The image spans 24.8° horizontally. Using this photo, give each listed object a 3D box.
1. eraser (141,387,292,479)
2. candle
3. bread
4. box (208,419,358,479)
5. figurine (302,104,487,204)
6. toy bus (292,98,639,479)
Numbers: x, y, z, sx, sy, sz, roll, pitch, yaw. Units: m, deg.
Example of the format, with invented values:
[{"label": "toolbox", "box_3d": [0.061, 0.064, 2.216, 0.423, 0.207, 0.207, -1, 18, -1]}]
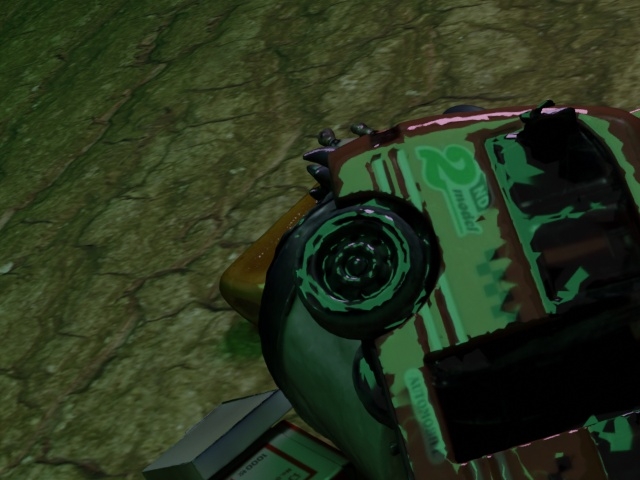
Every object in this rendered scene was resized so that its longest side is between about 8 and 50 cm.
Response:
[{"label": "eraser", "box_3d": [-0.093, 0.173, 1.260, 0.104, 0.023, 0.150, -39, 5, -25]}, {"label": "candle", "box_3d": [0.101, 0.093, 1.074, 0.221, 0.221, 0.342, -33, 29, -12]}, {"label": "bread", "box_3d": [0.000, 0.000, 1.494, 0.093, 0.074, 0.239, 12, 45, 42]}, {"label": "box", "box_3d": [-0.079, 0.241, 1.156, 0.229, 0.050, 0.123, -37, 29, -20]}, {"label": "figurine", "box_3d": [0.101, -0.043, 1.354, 0.175, 0.197, 0.265, -36, 8, -17]}, {"label": "toy bus", "box_3d": [0.145, 0.131, 0.781, 0.233, 0.203, 0.426, -18, 63, 5]}]
